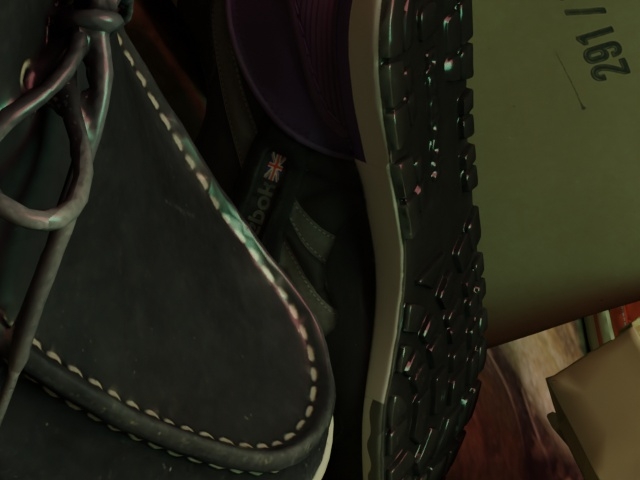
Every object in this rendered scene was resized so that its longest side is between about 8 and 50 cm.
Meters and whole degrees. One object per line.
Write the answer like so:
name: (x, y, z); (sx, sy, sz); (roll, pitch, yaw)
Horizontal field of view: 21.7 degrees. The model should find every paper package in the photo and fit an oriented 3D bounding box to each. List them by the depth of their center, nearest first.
paper package: (0.109, -0.135, 0.789); (0.325, 0.309, 0.168); (56, 30, -24)

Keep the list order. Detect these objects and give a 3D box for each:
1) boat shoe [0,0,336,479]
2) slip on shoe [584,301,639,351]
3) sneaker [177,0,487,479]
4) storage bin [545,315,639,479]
boat shoe: (-0.128, -0.064, 0.519); (0.500, 0.156, 0.187); (50, 34, -33)
slip on shoe: (0.239, 0.050, 1.101); (0.123, 0.101, 0.331); (14, 62, -57)
sneaker: (0.000, 0.000, 0.749); (0.107, 0.124, 0.283); (-33, 126, -56)
storage bin: (0.237, 0.183, 0.757); (0.260, 0.123, 0.262); (48, 14, -44)
